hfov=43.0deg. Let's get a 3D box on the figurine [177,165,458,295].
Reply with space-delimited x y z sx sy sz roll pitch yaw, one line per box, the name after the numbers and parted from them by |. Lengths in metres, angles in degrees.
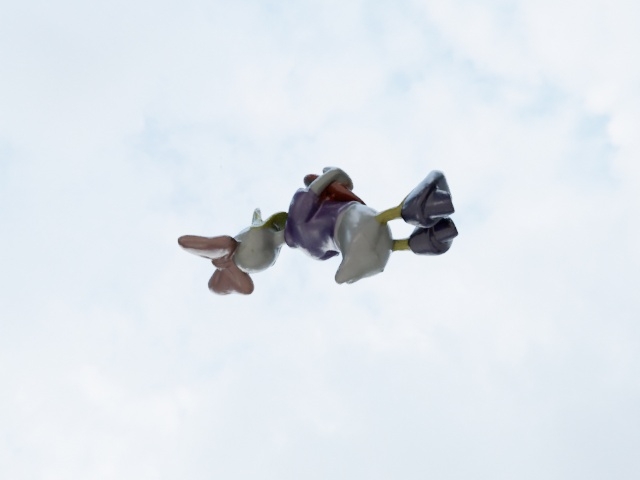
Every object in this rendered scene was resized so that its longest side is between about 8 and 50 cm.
0.005 -0.004 1.237 0.421 0.193 0.154 -3 -43 23 | figurine
